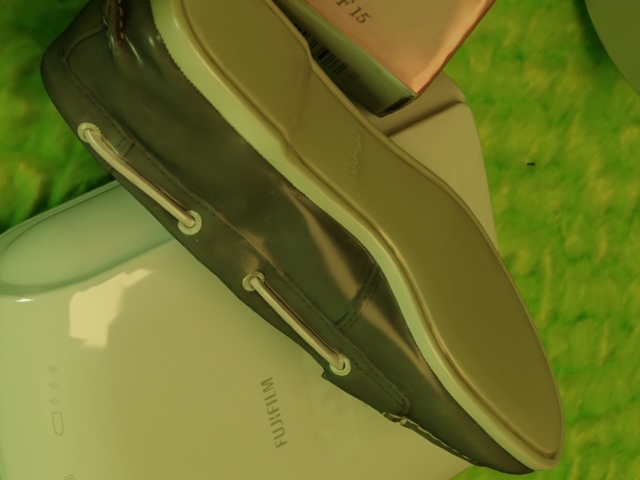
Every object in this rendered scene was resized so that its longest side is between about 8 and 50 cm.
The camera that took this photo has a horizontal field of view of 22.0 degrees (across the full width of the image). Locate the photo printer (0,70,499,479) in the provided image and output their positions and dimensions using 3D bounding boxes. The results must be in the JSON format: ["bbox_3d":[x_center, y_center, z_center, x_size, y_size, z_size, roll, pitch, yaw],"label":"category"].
[{"bbox_3d":[-0.041,0.066,0.915,0.307,0.107,0.256,-26,122,-24],"label":"photo printer"}]

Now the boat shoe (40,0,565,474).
[{"bbox_3d":[0.000,0.000,0.807,0.335,0.095,0.112,49,36,-26],"label":"boat shoe"}]

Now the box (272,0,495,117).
[{"bbox_3d":[0.052,-0.197,0.817,0.149,0.127,0.232,38,85,-5],"label":"box"}]

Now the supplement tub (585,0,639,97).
[{"bbox_3d":[0.313,-0.194,0.996,0.272,0.191,0.191,-32,125,-19],"label":"supplement tub"}]
